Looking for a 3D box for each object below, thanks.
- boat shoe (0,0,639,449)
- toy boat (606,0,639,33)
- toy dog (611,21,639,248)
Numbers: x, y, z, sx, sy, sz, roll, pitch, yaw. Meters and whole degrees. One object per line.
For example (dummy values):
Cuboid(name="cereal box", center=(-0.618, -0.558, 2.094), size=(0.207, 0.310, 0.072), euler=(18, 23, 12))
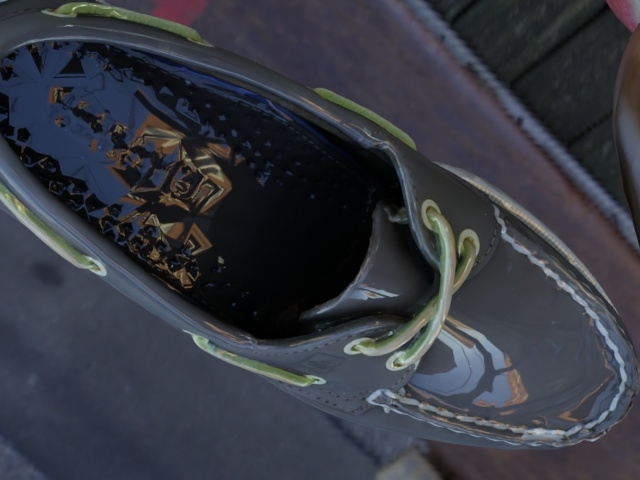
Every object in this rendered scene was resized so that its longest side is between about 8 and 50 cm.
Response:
Cuboid(name="boat shoe", center=(-0.002, 0.004, 0.616), size=(0.305, 0.091, 0.109), euler=(28, 92, -20))
Cuboid(name="toy boat", center=(0.202, -0.176, 0.702), size=(0.231, 0.151, 0.151), euler=(-48, 134, 9))
Cuboid(name="toy dog", center=(0.172, -0.120, 0.225), size=(0.285, 0.395, 0.408), euler=(-17, 148, -7))
